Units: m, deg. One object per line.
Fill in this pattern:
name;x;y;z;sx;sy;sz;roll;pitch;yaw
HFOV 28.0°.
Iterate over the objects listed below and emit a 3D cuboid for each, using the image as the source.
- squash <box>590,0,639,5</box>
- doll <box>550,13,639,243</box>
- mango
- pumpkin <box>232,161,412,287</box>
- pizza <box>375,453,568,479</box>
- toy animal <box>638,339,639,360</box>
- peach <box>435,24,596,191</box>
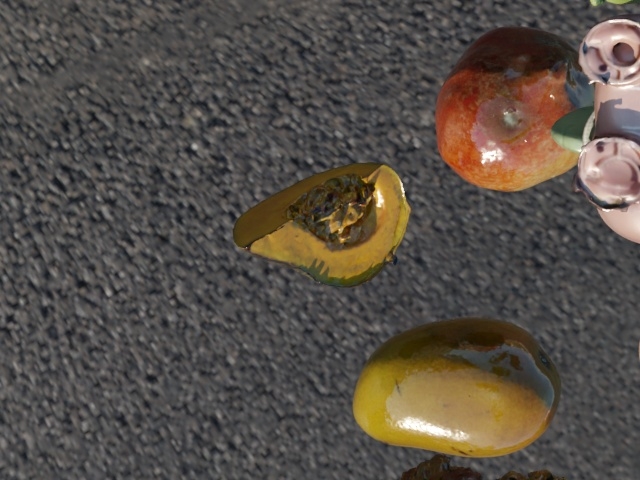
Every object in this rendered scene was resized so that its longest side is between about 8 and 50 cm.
squash;0.385;-0.314;1.331;0.370;0.118;0.118;-26;124;-30
doll;0.342;-0.107;1.182;0.268;0.284;0.216;-26;119;-59
mango;0.199;0.222;1.922;0.317;0.173;0.211;-7;105;13
pumpkin;-0.005;0.001;1.860;0.278;0.111;0.163;-31;119;-26
pizza;0.151;0.267;1.259;0.161;0.305;0.085;-36;113;-48
toy animal;0.333;0.110;1.137;0.091;0.082;0.114;-36;125;-36
peach;0.276;-0.186;1.765;0.232;0.232;0.256;-23;162;-16
